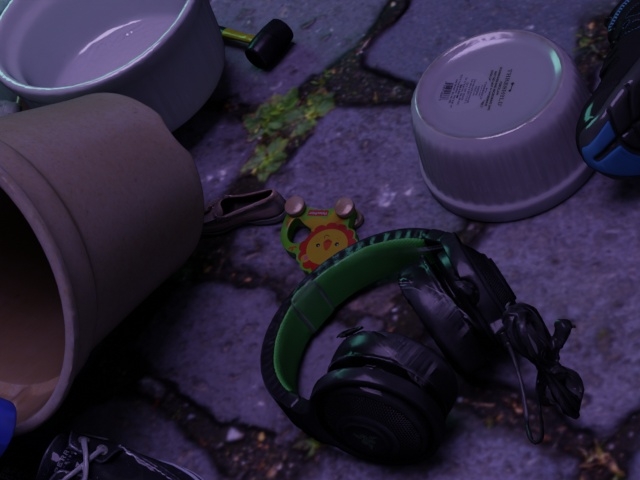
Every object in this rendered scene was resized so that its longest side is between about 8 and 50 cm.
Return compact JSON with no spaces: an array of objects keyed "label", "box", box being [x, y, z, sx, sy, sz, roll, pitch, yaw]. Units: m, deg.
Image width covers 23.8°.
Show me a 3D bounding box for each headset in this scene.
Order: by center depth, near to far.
[{"label":"headset","box":[0.089,0.087,1.433,0.243,0.185,0.394,-48,37,-19]}]

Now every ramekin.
[{"label":"ramekin","box":[0.194,-0.131,1.631,0.207,0.109,0.207,-13,47,15]},{"label":"ramekin","box":[-0.251,-0.234,1.857,0.277,0.135,0.277,-13,46,14]}]

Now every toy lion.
[{"label":"toy lion","box":[0.000,0.000,1.664,0.100,0.034,0.096,3,60,27]}]

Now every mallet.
[{"label":"mallet","box":[-0.111,-0.272,1.954,0.062,0.039,0.190,-45,43,-17]}]

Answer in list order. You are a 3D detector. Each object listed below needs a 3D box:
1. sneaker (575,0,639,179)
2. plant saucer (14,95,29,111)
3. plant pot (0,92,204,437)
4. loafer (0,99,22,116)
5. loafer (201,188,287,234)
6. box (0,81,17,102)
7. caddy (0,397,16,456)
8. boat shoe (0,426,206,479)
[{"label":"sneaker","box":[0.357,-0.187,1.615,0.140,0.125,0.341,10,47,45]},{"label":"plant saucer","box":[-0.263,-0.191,1.947,0.278,0.041,0.278,-13,47,15]},{"label":"plant pot","box":[-0.292,-0.010,1.590,0.334,0.334,0.305,8,26,31]},{"label":"loafer","box":[-0.379,-0.027,1.772,0.111,0.112,0.319,-5,71,-16]},{"label":"loafer","box":[-0.099,-0.038,1.734,0.125,0.039,0.045,-9,49,18]},{"label":"box","box":[-0.463,-0.134,1.954,0.130,0.091,0.170,-18,45,9]},{"label":"caddy","box":[-0.427,0.254,1.419,0.341,0.179,0.241,-46,34,35]},{"label":"boat shoe","box":[-0.239,0.238,1.510,0.301,0.102,0.108,9,55,31]}]
